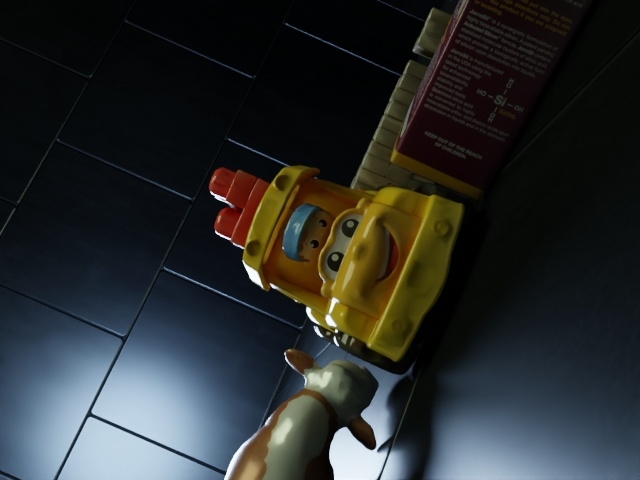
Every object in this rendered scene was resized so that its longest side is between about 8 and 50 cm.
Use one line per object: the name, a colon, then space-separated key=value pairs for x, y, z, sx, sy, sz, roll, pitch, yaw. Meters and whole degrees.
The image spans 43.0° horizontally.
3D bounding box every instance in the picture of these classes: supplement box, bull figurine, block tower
supplement box: x=0.132 y=-0.141 z=0.625 sx=0.104 sy=0.080 sz=0.188 roll=-67 pitch=1 yaw=-57
bull figurine: x=-0.042 y=0.235 z=0.640 sx=0.188 sy=0.101 sz=0.310 roll=109 pitch=-175 yaw=-52
block tower: x=0.102 y=-0.105 z=0.980 sx=0.091 sy=0.097 sz=0.336 roll=-69 pitch=1 yaw=-81

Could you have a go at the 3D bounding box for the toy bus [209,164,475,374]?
toy bus: x=0.000 y=0.000 z=0.678 sx=0.220 sy=0.211 sz=0.150 roll=149 pitch=146 yaw=-85
